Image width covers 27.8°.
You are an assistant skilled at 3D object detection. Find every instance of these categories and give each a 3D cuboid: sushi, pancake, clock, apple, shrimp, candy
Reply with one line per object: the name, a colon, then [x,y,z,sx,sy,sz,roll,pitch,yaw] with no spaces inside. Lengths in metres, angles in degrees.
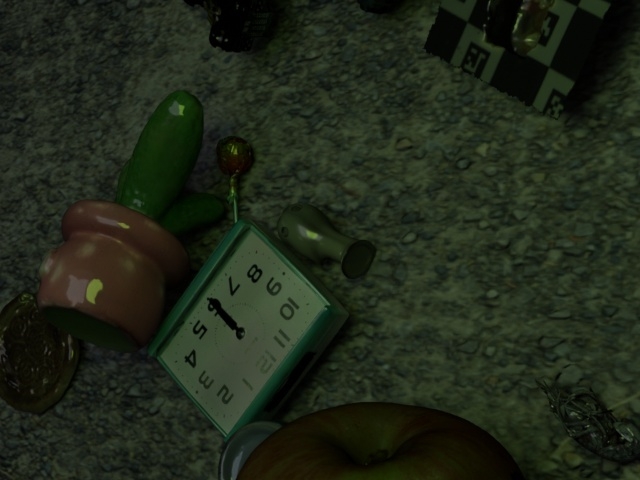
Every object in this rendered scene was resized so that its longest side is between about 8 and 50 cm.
sushi: [0.329,-0.372,1.742,0.296,0.100,0.373,37,112,46]
pancake: [-0.498,0.192,2.241,0.235,0.029,0.211,0,80,38]
clock: [-0.099,0.136,1.917,0.231,0.116,0.262,44,106,30]
apple: [0.074,0.385,1.547,0.400,0.400,0.333,4,105,37]
shrimp: [0.329,0.218,1.609,0.165,0.057,0.065,40,119,26]
candy: [-0.132,-0.066,2.030,0.060,0.060,0.201,-6,83,35]

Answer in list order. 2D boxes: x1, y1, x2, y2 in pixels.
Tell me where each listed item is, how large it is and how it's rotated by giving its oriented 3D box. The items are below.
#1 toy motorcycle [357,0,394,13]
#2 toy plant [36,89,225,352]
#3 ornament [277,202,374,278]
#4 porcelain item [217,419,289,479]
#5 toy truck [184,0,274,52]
toy motorcycle: [0.117,-0.539,1.865,0.237,0.169,0.410,-176,91,-74]
toy plant: [-0.280,-0.019,1.967,0.356,0.211,0.317,-62,7,-24]
ornament: [0.000,0.000,1.893,0.156,0.075,0.081,28,110,36]
porcelain item: [-0.057,0.328,1.825,0.147,0.114,0.147,-6,78,32]
toy truck: [-0.143,-0.414,2.063,0.257,0.127,0.127,65,144,40]
